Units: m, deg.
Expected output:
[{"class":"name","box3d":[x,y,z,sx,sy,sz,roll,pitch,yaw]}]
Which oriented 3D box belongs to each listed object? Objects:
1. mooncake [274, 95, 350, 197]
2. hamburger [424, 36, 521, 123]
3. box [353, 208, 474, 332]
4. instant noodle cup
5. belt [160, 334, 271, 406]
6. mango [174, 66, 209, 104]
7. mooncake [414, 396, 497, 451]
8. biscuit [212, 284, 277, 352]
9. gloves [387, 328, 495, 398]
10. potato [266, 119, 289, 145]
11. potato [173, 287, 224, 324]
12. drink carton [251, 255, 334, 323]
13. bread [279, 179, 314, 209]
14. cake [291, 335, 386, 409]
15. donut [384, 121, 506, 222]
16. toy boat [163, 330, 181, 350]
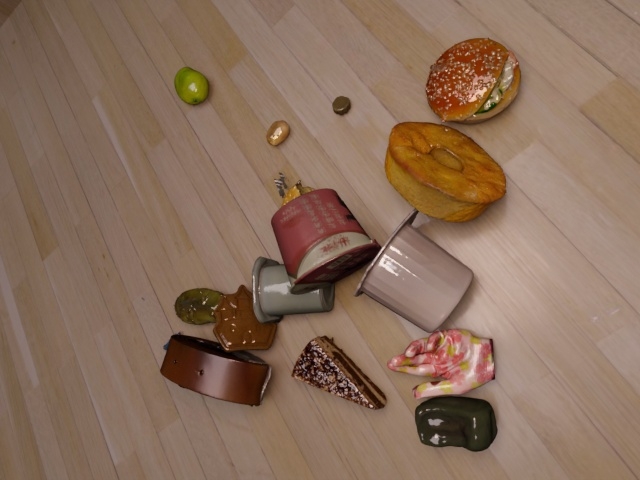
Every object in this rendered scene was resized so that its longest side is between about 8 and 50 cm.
[{"class":"mooncake","box3d":[-0.031,-0.287,1.279,0.347,0.057,0.150,-38,56,18]},{"class":"hamburger","box3d":[0.378,-0.400,1.063,0.237,0.147,0.236,-6,76,25]},{"class":"box","box3d":[0.245,0.074,1.015,0.206,0.262,0.291,36,88,13]},{"class":"instant noodle cup","box3d":[0.000,0.000,0.996,0.235,0.235,0.178,-32,71,16]},{"class":"belt","box3d":[-0.300,0.367,1.206,0.339,0.217,0.122,9,79,29]},{"class":"mango","box3d":[-0.464,-0.551,1.512,0.163,0.089,0.117,38,106,37]},{"class":"mooncake","box3d":[0.304,0.411,0.947,0.169,0.175,0.104,4,76,-17]},{"class":"biscuit","box3d":[-0.221,0.219,1.228,0.034,0.183,0.215,116,148,-46]},{"class":"gloves","box3d":[0.284,0.287,1.006,0.242,0.126,0.145,-4,104,21]},{"class":"potato","box3d":[-0.135,-0.340,1.334,0.083,0.062,0.068,-45,33,-19]},{"class":"potato","box3d":[-0.365,0.209,1.328,0.226,0.090,0.117,0,81,26]},{"class":"drink carton","box3d":[-0.068,0.136,1.161,0.190,0.191,0.185,-2,78,18]},{"class":"bread","box3d":[-0.034,-0.043,1.190,0.140,0.143,0.228,-37,69,16]},{"class":"cake","box3d":[0.041,0.379,1.106,0.246,0.112,0.135,44,103,21]},{"class":"donut","box3d":[0.285,-0.163,1.013,0.303,0.303,0.110,47,138,24]},{"class":"toy boat","box3d":[-0.488,0.332,1.397,0.083,0.038,0.038,-48,66,10]}]
